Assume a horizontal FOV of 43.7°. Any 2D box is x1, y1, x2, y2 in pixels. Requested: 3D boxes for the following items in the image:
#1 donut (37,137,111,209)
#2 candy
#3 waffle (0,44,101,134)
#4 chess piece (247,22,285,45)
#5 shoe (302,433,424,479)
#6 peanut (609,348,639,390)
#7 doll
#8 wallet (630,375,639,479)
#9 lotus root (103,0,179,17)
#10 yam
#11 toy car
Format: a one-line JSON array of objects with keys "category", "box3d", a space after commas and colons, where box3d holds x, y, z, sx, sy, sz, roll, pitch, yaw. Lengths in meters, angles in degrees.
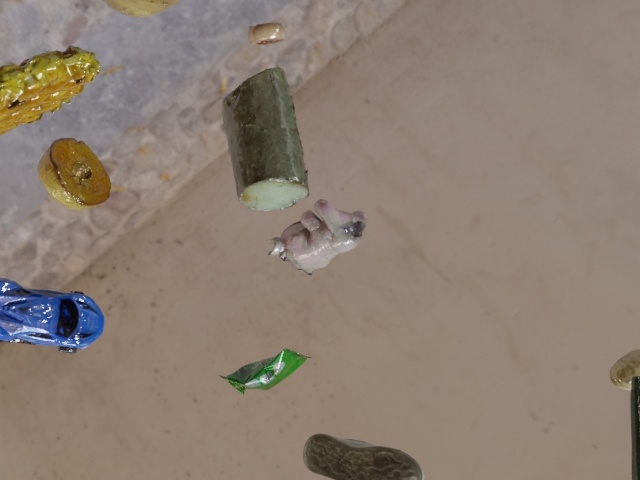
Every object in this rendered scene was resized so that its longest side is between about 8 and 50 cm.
[{"category": "donut", "box3d": [-0.530, -0.137, 1.710, 0.065, 0.162, 0.178, -27, 172, 19]}, {"category": "candy", "box3d": [-0.130, 0.324, 1.959, 0.203, 0.078, 0.141, -26, 168, 9]}, {"category": "waffle", "box3d": [-0.500, -0.218, 1.268, 0.325, 0.068, 0.302, -30, -171, -19]}, {"category": "chess piece", "box3d": [-0.118, -0.452, 1.745, 0.083, 0.083, 0.038, -10, 97, -39]}, {"category": "shoe", "box3d": [0.120, 0.555, 1.965, 0.159, 0.316, 0.124, 35, 69, -60]}, {"category": "peanut", "box3d": [0.653, 0.256, 1.558, 0.187, 0.082, 0.082, 5, 134, -10]}, {"category": "doll", "box3d": [0.000, 0.000, 1.519, 0.192, 0.095, 0.149, -31, 150, 32]}, {"category": "wallet", "box3d": [0.435, 0.284, 0.956, 0.160, 0.236, 0.055, 9, 165, -25]}, {"category": "lotus root", "box3d": [-0.301, -0.479, 1.389, 0.160, 0.284, 0.146, -5, 95, -28]}, {"category": "yam", "box3d": [-0.127, -0.229, 1.783, 0.168, 0.304, 0.168, -12, 165, -3]}, {"category": "toy car", "box3d": [-0.437, 0.119, 1.247, 0.216, 0.103, 0.063, 14, 163, -38]}]
